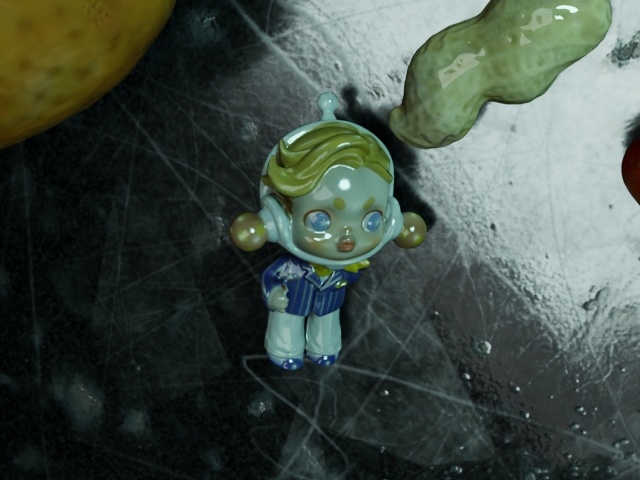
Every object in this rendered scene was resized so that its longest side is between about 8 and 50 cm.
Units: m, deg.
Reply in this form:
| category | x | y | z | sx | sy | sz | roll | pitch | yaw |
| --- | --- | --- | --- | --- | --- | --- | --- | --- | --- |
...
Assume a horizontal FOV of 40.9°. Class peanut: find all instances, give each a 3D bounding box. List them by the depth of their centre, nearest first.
| category | x | y | z | sx | sy | sz | roll | pitch | yaw |
| --- | --- | --- | --- | --- | --- | --- | --- | --- | --- |
| peanut | 0.156 | -0.163 | 0.786 | 0.228 | 0.085 | 0.104 | -29 | 114 | 26 |

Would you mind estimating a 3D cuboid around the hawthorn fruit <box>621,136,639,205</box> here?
| category | x | y | z | sx | sy | sz | roll | pitch | yaw |
| --- | --- | --- | --- | --- | --- | --- | --- | --- | --- |
| hawthorn fruit | 0.333 | -0.063 | 0.732 | 0.138 | 0.133 | 0.133 | 26 | 113 | 14 |

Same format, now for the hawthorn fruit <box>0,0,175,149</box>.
| category | x | y | z | sx | sy | sz | roll | pitch | yaw |
| --- | --- | --- | --- | --- | --- | --- | --- | --- | --- |
| hawthorn fruit | -0.349 | -0.296 | 0.760 | 0.472 | 0.472 | 0.471 | 6 | 108 | 18 |

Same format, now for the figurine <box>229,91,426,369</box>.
| category | x | y | z | sx | sy | sz | roll | pitch | yaw |
| --- | --- | --- | --- | --- | --- | --- | --- | --- | --- |
| figurine | 0.009 | 0.003 | 0.878 | 0.194 | 0.133 | 0.274 | -19 | 127 | -7 |
